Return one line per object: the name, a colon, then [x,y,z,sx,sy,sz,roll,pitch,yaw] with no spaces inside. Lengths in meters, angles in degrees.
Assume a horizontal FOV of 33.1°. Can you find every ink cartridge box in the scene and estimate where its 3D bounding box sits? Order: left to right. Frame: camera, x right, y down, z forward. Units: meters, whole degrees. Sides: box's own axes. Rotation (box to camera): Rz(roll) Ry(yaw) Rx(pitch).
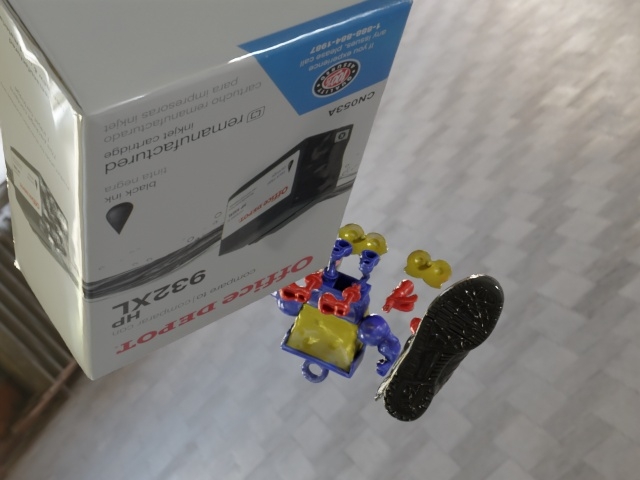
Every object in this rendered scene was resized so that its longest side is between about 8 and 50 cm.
ink cartridge box: [-0.090,-0.063,0.739,0.223,0.129,0.307,-25,-25,-25]

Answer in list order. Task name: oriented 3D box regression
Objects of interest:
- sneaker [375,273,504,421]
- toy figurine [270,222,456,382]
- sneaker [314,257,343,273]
sneaker: [0.094,0.086,0.879,0.170,0.051,0.089,-57,-4,21]
toy figurine: [-0.018,0.104,1.418,0.191,0.363,0.217,-56,-15,-56]
sneaker: [0.000,0.000,1.543,0.070,0.134,0.051,28,48,35]
